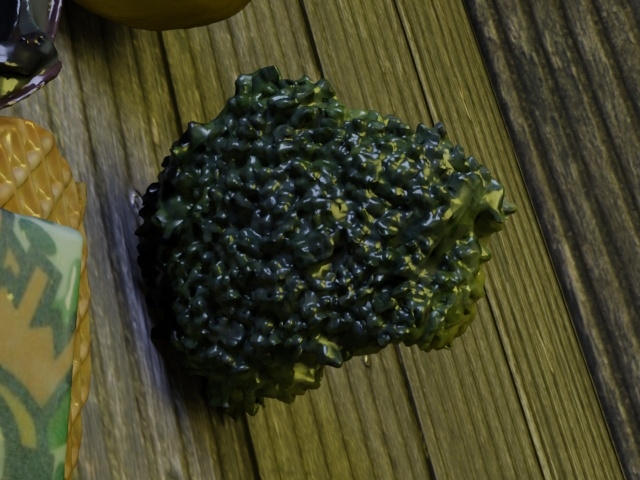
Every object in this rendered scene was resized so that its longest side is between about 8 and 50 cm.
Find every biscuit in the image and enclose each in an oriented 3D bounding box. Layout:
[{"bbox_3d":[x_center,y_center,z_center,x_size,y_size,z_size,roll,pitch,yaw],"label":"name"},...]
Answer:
[{"bbox_3d":[-0.199,0.030,1.253,0.309,0.040,0.205,81,11,-50],"label":"biscuit"}]

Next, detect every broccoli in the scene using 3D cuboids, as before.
[{"bbox_3d":[0.008,-0.008,1.655,0.281,0.347,0.293,44,30,-71],"label":"broccoli"}]

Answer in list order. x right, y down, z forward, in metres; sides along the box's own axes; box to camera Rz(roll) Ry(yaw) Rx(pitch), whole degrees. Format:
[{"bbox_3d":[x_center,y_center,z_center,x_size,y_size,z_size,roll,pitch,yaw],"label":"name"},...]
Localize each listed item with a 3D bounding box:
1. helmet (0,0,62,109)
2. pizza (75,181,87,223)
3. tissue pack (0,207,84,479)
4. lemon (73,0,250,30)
[{"bbox_3d":[-0.314,-0.193,1.215,0.338,0.197,0.271,-77,147,-69],"label":"helmet"},{"bbox_3d":[-0.241,-0.046,1.479,0.131,0.041,0.178,64,17,5],"label":"pizza"},{"bbox_3d":[-0.244,0.119,0.889,0.228,0.128,0.311,21,66,-46],"label":"tissue pack"},{"bbox_3d":[-0.158,-0.335,1.737,0.316,0.285,0.285,16,45,-33],"label":"lemon"}]
